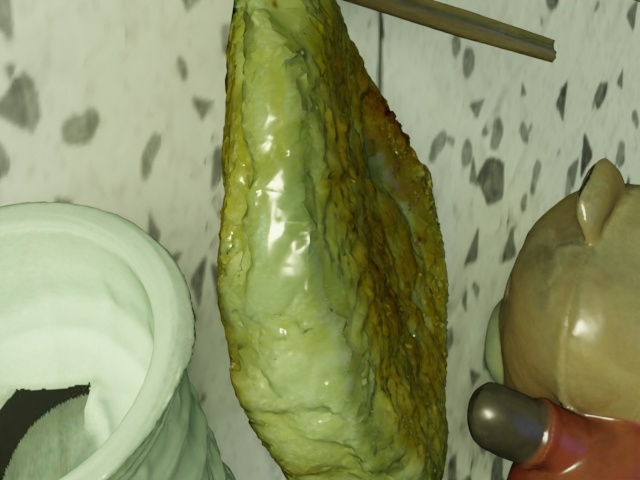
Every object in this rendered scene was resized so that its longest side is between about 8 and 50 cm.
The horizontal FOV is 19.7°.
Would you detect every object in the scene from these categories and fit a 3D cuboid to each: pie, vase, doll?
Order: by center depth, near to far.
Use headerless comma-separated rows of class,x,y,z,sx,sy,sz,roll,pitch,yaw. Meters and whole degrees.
vase,-0.074,0.125,0.759,0.143,0.143,0.299,-67,153,-28
pie,0.000,0.000,0.849,0.277,0.078,0.277,-13,90,-77
doll,0.178,0.120,1.201,0.235,0.174,0.330,34,68,-54

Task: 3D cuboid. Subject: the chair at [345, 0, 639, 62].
chair,0.041,-0.209,0.881,0.272,0.166,0.188,16,81,-20
